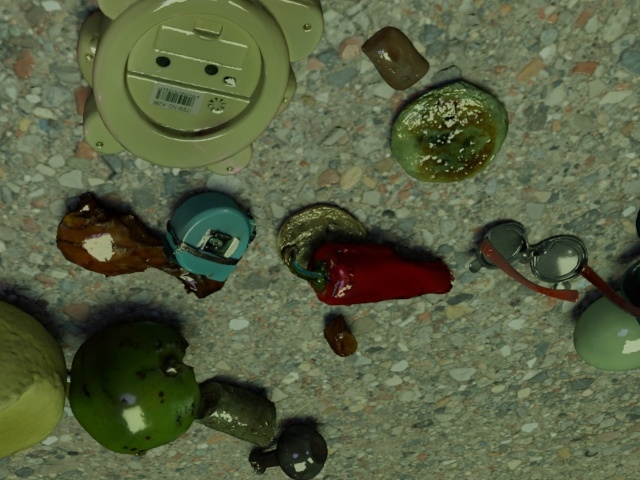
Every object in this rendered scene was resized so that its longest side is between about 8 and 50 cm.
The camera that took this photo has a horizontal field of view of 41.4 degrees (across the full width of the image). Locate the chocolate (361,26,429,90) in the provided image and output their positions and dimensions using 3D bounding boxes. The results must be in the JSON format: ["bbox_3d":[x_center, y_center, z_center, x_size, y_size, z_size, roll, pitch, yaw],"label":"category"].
[{"bbox_3d":[0.107,-0.248,1.177,0.064,0.031,0.100,-33,131,15],"label":"chocolate"}]

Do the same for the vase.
[{"bbox_3d":[-0.076,0.466,1.836,0.182,0.120,0.120,-21,138,31],"label":"vase"}]

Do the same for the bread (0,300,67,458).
[{"bbox_3d":[-0.585,0.236,1.402,0.320,0.237,0.320,-10,152,-6],"label":"bread"}]

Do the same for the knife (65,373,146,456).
[{"bbox_3d":[-0.443,0.354,1.695,0.061,0.027,0.343,-14,137,9],"label":"knife"}]

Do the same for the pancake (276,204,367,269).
[{"bbox_3d":[0.000,0.000,1.418,0.158,0.028,0.158,-8,136,-8],"label":"pancake"}]

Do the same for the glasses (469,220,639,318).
[{"bbox_3d":[0.401,0.079,1.418,0.234,0.268,0.118,15,112,-23],"label":"glasses"}]

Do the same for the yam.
[{"bbox_3d":[-0.168,0.344,1.692,0.183,0.107,0.107,26,126,-31],"label":"yam"}]

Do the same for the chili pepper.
[{"bbox_3d":[0.091,0.058,1.424,0.387,0.110,0.110,3,137,-35],"label":"chili pepper"}]

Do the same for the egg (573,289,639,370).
[{"bbox_3d":[0.581,0.173,1.630,0.192,0.149,0.149,-30,134,27],"label":"egg"}]

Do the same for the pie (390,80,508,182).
[{"bbox_3d":[0.195,-0.157,1.281,0.186,0.041,0.187,-5,137,-5],"label":"pie"}]

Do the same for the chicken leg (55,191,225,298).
[{"bbox_3d":[-0.272,0.023,1.348,0.304,0.093,0.113,23,114,-36],"label":"chicken leg"}]

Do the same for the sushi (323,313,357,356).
[{"bbox_3d":[0.036,0.183,1.598,0.052,0.055,0.120,-26,147,0],"label":"sushi"}]

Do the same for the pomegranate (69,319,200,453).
[{"bbox_3d":[-0.343,0.265,1.496,0.236,0.236,0.302,21,149,-30],"label":"pomegranate"}]

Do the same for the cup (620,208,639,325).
[{"bbox_3d":[0.673,0.049,1.416,0.307,0.292,0.242,-20,136,8],"label":"cup"}]

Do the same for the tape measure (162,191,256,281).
[{"bbox_3d":[-0.172,-0.010,1.322,0.146,0.081,0.125,21,111,-42],"label":"tape measure"}]

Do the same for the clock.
[{"bbox_3d":[-0.166,-0.227,1.088,0.283,0.114,0.309,8,136,-22],"label":"clock"}]
